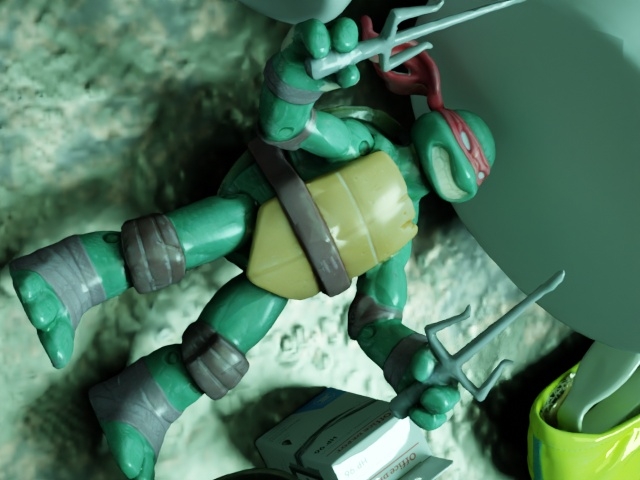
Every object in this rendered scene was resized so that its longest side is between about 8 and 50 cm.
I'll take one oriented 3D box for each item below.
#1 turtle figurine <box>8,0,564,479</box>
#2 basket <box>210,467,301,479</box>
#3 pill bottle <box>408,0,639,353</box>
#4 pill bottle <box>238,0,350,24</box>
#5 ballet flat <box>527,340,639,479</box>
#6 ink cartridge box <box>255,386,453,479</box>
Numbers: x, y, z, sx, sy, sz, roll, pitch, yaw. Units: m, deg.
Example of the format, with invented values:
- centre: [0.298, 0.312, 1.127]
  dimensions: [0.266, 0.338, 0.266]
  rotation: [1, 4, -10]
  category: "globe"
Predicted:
- centre: [0.000, 0.000, 0.723]
  dimensions: [0.234, 0.118, 0.175]
  rotation: [-29, 104, -2]
  category: "turtle figurine"
- centre: [-0.009, 0.244, 0.743]
  dimensions: [0.227, 0.154, 0.204]
  rotation: [49, 66, -29]
  category: "basket"
- centre: [0.243, -0.129, 0.827]
  dimensions: [0.392, 0.224, 0.224]
  rotation: [-35, 111, -26]
  category: "pill bottle"
- centre: [0.014, -0.190, 0.746]
  dimensions: [0.108, 0.108, 0.180]
  rotation: [45, 70, -26]
  category: "pill bottle"
- centre: [0.190, 0.044, 0.877]
  dimensions: [0.231, 0.077, 0.077]
  rotation: [-40, 132, -14]
  category: "ballet flat"
- centre: [0.015, 0.094, 0.780]
  dimensions: [0.048, 0.083, 0.028]
  rotation: [-35, 111, -26]
  category: "ink cartridge box"
